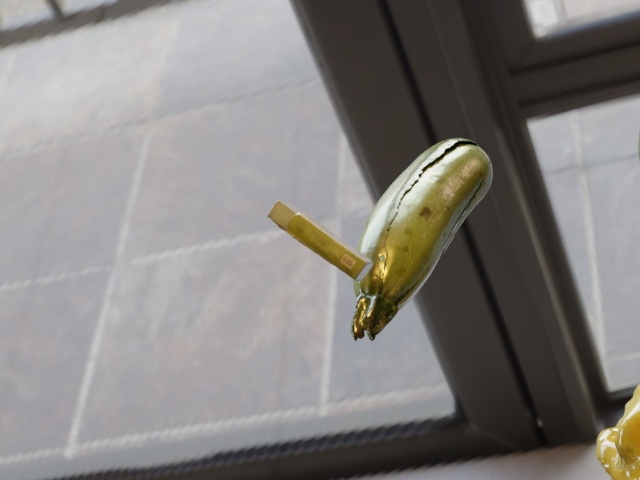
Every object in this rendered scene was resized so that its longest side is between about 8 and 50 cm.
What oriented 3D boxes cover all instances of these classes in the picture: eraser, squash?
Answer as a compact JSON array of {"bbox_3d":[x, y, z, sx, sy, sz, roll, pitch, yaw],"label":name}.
[{"bbox_3d":[0.000,0.000,1.032,0.083,0.038,0.019,37,97,9],"label":"eraser"},{"bbox_3d":[0.096,-0.013,1.477,0.095,0.094,0.341,4,38,30],"label":"squash"}]

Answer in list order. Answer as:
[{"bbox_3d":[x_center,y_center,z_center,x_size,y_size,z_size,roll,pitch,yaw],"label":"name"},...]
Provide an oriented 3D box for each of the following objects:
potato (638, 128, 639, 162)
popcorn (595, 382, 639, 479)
[{"bbox_3d":[0.449,-0.111,1.362,0.298,0.141,0.176,-15,47,-12],"label":"potato"},{"bbox_3d":[0.385,0.217,1.114,0.297,0.316,0.281,-45,11,32],"label":"popcorn"}]
